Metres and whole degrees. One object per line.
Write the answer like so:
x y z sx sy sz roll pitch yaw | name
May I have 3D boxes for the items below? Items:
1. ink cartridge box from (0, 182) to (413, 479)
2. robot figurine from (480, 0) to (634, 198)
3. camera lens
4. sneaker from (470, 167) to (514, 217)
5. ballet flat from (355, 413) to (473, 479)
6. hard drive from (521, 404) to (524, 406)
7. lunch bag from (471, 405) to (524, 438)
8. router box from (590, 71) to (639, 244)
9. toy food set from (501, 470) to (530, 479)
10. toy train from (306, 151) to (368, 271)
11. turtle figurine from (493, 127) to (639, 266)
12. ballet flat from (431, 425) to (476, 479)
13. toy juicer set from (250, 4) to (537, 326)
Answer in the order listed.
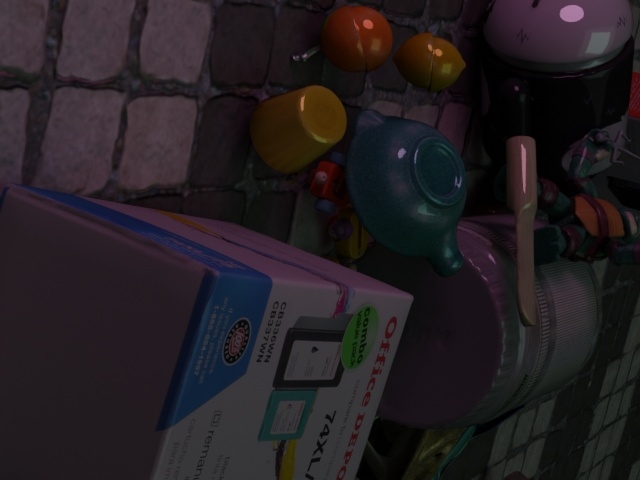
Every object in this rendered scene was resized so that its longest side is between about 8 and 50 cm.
-0.097 0.092 0.798 0.270 0.197 0.198 10 99 -59 | ink cartridge box
0.268 -0.180 1.246 0.209 0.174 0.278 -101 -177 -52 | robot figurine
0.168 0.083 1.184 0.274 0.219 0.219 -6 111 -56 | camera lens
0.239 -0.069 1.378 0.188 0.066 0.071 -26 111 -55 | sneaker
0.068 0.278 1.253 0.348 0.123 0.123 -52 145 -30 | ballet flat
0.319 0.195 1.671 0.094 0.022 0.135 -18 122 -52 | hard drive
0.221 0.209 1.469 0.129 0.096 0.151 -13 132 -57 | lunch bag
0.498 -0.080 1.528 0.082 0.301 0.335 -55 145 -24 | router box
0.244 0.532 1.701 0.220 0.092 0.306 -29 130 -32 | toy food set
0.000 0.000 1.049 0.125 0.046 0.166 19 87 -58 | toy train
0.292 -0.027 1.140 0.234 0.175 0.118 -2 135 -38 | turtle figurine
0.137 0.277 1.395 0.203 0.074 0.074 -63 148 -9 | ballet flat
0.094 -0.082 1.009 0.329 0.089 0.209 36 57 -25 | toy juicer set
